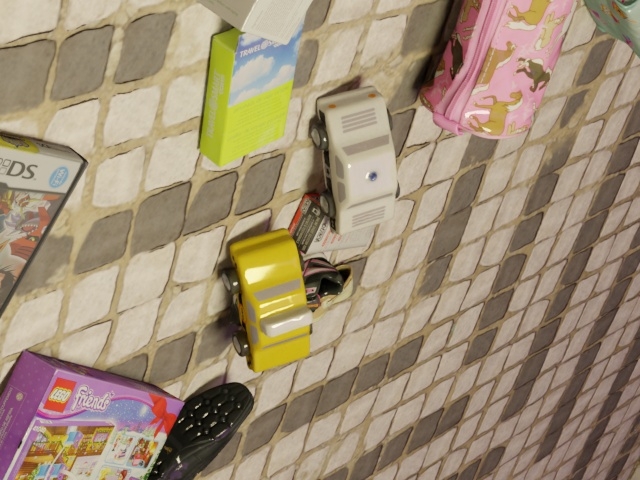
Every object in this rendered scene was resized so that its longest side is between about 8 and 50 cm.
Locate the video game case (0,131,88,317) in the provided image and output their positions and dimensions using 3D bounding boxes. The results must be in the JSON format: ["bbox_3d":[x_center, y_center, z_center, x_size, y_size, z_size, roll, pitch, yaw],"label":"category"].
[{"bbox_3d":[-0.373,0.015,1.503,0.274,0.035,0.248,-59,152,12],"label":"video game case"}]

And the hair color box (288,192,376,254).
[{"bbox_3d":[0.021,-0.026,2.049,0.141,0.043,0.072,-7,129,-55],"label":"hair color box"}]

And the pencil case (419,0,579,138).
[{"bbox_3d":[0.248,-0.309,1.944,0.167,0.160,0.386,3,128,-19],"label":"pencil case"}]

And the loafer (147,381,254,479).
[{"bbox_3d":[-0.178,0.275,2.072,0.223,0.076,0.078,-42,156,-10],"label":"loafer"}]

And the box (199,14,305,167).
[{"bbox_3d":[-0.076,-0.176,1.724,0.109,0.042,0.178,-30,145,-38],"label":"box"}]

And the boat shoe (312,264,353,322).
[{"bbox_3d":[-0.002,0.071,2.129,0.135,0.050,0.045,-36,147,-48],"label":"boat shoe"}]

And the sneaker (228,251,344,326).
[{"bbox_3d":[-0.039,0.067,2.029,0.178,0.077,0.072,-31,144,-34],"label":"sneaker"}]

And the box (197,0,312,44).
[{"bbox_3d":[-0.066,-0.268,1.568,0.087,0.101,0.102,9,115,-59],"label":"box"}]

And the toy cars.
[{"bbox_3d":[0.000,0.000,1.927,0.176,0.087,0.393,26,100,-34],"label":"toy cars"}]

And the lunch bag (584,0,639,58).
[{"bbox_3d":[0.495,-0.411,2.200,0.262,0.160,0.223,-47,152,3],"label":"lunch bag"}]

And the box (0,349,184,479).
[{"bbox_3d":[-0.293,0.251,1.845,0.200,0.057,0.293,-64,152,-1],"label":"box"}]
